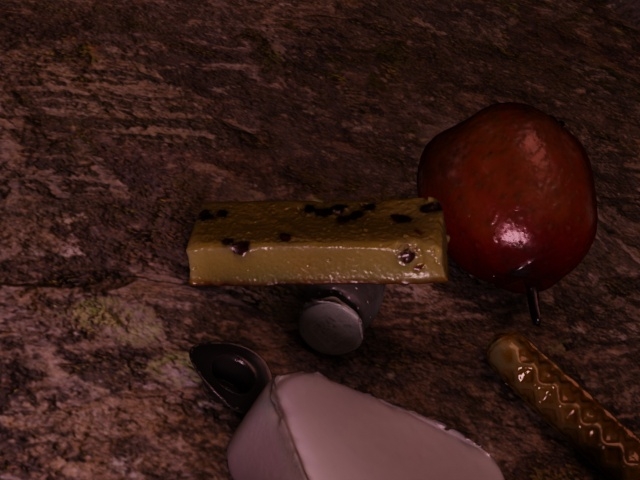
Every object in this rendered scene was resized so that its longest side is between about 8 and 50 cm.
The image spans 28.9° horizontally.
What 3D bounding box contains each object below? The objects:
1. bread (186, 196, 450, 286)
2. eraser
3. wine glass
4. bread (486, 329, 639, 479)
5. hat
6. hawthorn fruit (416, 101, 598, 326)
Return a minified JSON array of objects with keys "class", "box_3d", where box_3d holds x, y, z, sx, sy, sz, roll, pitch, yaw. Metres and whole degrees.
[{"class":"bread","box_3d":[0.000,0.000,1.727,0.361,0.077,0.138,-1,33,10]},{"class":"eraser","box_3d":[0.029,0.299,1.487,0.331,0.150,0.331,21,40,-18]},{"class":"wine glass","box_3d":[0.036,0.071,1.787,0.111,0.111,0.204,30,35,-4]},{"class":"bread","box_3d":[0.391,0.269,1.849,0.077,0.084,0.367,-43,77,-13]},{"class":"hat","box_3d":[-0.122,0.179,1.594,0.121,0.050,0.121,24,36,-19]},{"class":"hawthorn fruit","box_3d":[0.311,-0.034,2.011,0.284,0.284,0.369,3,67,-34]}]
